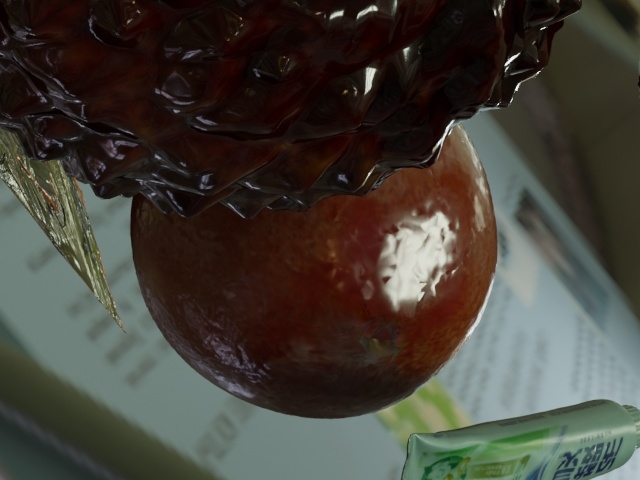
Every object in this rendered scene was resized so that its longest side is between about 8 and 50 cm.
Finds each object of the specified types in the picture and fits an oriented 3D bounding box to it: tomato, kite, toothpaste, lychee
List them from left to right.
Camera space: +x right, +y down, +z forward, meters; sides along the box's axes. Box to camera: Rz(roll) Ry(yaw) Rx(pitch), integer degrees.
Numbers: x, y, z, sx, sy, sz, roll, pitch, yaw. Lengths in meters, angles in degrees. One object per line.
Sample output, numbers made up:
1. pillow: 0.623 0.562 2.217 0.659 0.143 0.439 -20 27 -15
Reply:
1. kite: -0.243 -0.084 1.568 0.013 0.377 0.327 -25 -169 5
2. lychee: -0.042 -0.214 0.933 0.424 0.424 0.500 -42 -153 -25
3. tomato: 0.000 0.000 1.364 0.265 0.265 0.265 -40 -176 4
4. toothpaste: 0.127 0.137 1.207 0.297 0.048 0.074 -5 110 -54

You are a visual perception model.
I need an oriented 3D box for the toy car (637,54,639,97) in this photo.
1. toy car: 0.353 -0.116 1.340 0.257 0.101 0.124 -11 141 -5
